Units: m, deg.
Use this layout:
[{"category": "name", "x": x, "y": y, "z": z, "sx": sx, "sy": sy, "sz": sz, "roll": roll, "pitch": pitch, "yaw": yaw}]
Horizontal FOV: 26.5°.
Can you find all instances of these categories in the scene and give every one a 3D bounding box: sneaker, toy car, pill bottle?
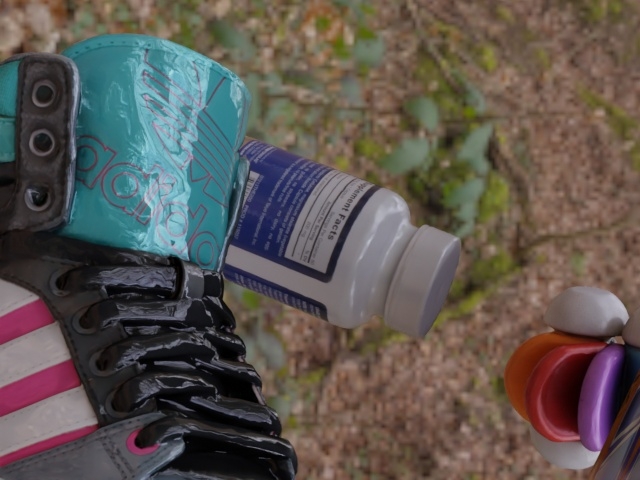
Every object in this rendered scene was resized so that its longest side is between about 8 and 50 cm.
[{"category": "sneaker", "x": -0.058, "y": 0.024, "z": 0.466, "sx": 0.124, "sy": 0.295, "sz": 0.178, "roll": 30, "pitch": 83, "yaw": -54}, {"category": "toy car", "x": 0.241, "y": 0.129, "z": 1.155, "sx": 0.136, "sy": 0.182, "sz": 0.159, "roll": -5, "pitch": 103, "yaw": -52}, {"category": "pill bottle", "x": 0.000, "y": 0.000, "z": 0.622, "sx": 0.067, "sy": 0.120, "sz": 0.067, "roll": -58, "pitch": 162, "yaw": -32}]

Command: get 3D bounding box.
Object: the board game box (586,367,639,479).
[{"category": "board game box", "x": 0.319, "y": 0.117, "z": 0.568, "sx": 0.356, "sy": 0.356, "sz": 0.356, "roll": -61, "pitch": 171, "yaw": -14}]
